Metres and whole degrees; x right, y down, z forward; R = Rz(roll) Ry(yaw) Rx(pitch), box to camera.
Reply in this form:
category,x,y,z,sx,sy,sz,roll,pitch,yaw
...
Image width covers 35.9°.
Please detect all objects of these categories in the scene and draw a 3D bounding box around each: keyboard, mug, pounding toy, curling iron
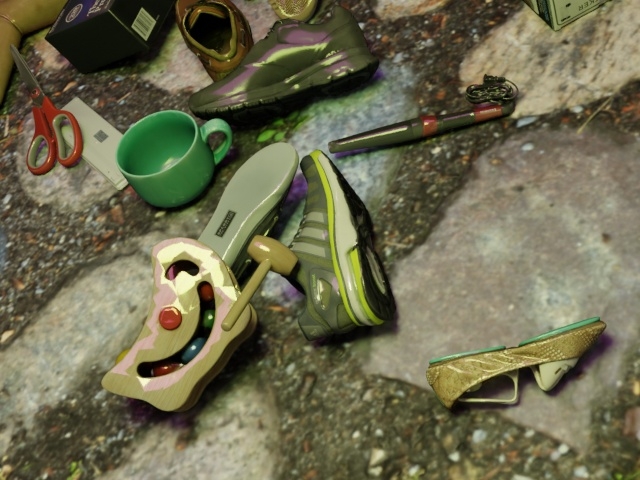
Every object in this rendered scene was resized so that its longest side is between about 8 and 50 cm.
category,x,y,z,sx,sy,sz,roll,pitch,yaw
keyboard,-0.364,-0.162,1.606,0.072,0.014,0.256,-39,50,-16
mug,-0.209,-0.111,1.443,0.158,0.097,0.129,6,56,25
pounding toy,-0.166,0.080,1.192,0.154,0.155,0.269,37,84,9
curling iron,0.143,-0.166,1.380,0.274,0.035,0.068,-19,45,7

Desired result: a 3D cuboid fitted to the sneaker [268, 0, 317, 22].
category,x,y,z,sx,sy,sz,roll,pitch,yaw
sneaker,-0.046,-0.485,1.677,0.099,0.153,0.282,-13,81,10

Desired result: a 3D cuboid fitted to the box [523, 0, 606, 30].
category,x,y,z,sx,sy,sz,roll,pitch,yaw
box,0.342,-0.457,1.485,0.169,0.087,0.290,-29,49,0

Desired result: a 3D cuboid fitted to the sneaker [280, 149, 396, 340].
category,x,y,z,sx,sy,sz,roll,pitch,yaw
sneaker,0.000,0.000,1.268,0.121,0.111,0.299,-26,43,13

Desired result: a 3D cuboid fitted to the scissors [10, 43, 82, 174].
category,x,y,z,sx,sy,sz,roll,pitch,yaw
scissors,-0.461,-0.237,1.652,0.109,0.021,0.297,-27,61,18

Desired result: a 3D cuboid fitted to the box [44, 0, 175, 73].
category,x,y,z,sx,sy,sz,roll,pitch,yaw
box,-0.338,-0.432,1.712,0.184,0.103,0.261,-12,48,42

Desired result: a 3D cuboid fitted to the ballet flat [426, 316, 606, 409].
category,x,y,z,sx,sy,sz,roll,pitch,yaw
ballet flat,0.223,0.142,1.100,0.206,0.073,0.067,-18,77,13

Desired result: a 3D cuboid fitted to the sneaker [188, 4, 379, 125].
category,x,y,z,sx,sy,sz,roll,pitch,yaw
sneaker,-0.064,-0.257,1.464,0.286,0.109,0.130,-19,83,-1

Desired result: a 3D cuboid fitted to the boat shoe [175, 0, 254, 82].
category,x,y,z,sx,sy,sz,roll,pitch,yaw
boat shoe,-0.170,-0.348,1.603,0.111,0.104,0.307,-33,48,-2

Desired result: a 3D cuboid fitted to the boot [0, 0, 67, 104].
category,x,y,z,sx,sy,sz,roll,pitch,yaw
boot,-0.559,-0.343,1.783,0.236,0.089,0.269,-11,52,24

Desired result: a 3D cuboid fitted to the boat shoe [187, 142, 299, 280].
category,x,y,z,sx,sy,sz,roll,pitch,yaw
boat shoe,-0.093,-0.024,1.330,0.080,0.076,0.228,22,76,34
